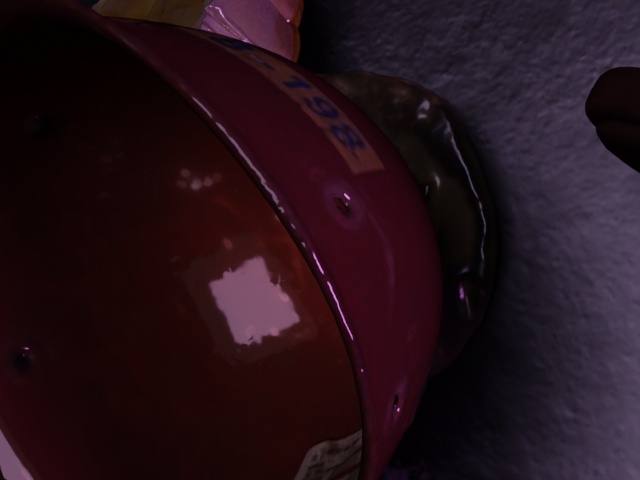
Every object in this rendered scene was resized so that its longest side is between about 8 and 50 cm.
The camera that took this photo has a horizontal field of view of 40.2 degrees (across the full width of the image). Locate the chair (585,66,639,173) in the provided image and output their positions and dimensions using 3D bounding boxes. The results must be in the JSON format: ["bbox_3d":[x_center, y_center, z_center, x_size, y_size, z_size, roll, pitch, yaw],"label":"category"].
[{"bbox_3d":[0.288,-0.127,0.412,0.226,0.226,0.401,32,99,31],"label":"chair"}]

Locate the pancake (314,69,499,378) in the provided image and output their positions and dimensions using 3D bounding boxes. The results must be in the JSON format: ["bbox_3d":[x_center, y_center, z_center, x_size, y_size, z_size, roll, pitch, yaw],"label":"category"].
[{"bbox_3d":[0.000,0.000,0.670,0.294,0.049,0.295,-5,81,34],"label":"pancake"}]

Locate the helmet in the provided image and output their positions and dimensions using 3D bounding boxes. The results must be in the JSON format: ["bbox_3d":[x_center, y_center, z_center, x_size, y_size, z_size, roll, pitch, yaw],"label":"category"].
[{"bbox_3d":[-0.073,0.010,0.539,0.385,0.230,0.338,39,128,20],"label":"helmet"}]

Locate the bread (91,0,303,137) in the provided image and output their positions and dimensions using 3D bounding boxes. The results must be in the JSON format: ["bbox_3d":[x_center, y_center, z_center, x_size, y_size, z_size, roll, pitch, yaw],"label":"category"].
[{"bbox_3d":[-0.111,-0.142,0.696,0.209,0.109,0.192,-27,41,32],"label":"bread"}]
